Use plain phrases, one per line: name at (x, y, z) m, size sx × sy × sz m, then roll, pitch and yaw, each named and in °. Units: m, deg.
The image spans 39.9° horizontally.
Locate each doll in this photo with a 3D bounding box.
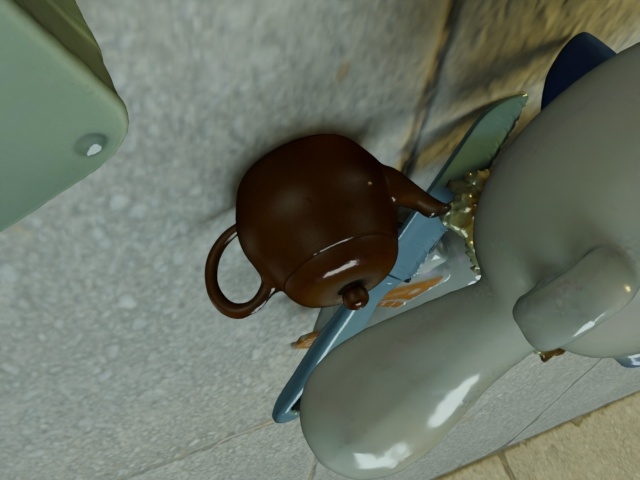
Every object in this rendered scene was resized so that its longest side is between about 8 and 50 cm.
doll at (0.198, -0.027, 0.482) m, size 0.376 × 0.187 × 0.365 m, roll -14°, pitch -167°, yaw 38°

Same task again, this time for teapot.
teapot at (0.000, 0.000, 0.583) m, size 0.173 × 0.116 × 0.116 m, roll -28°, pitch 157°, yaw 10°

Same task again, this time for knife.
knife at (0.058, 0.019, 0.663) m, size 0.044 × 0.019 × 0.313 m, roll 25°, pitch 105°, yaw -36°

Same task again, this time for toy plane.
toy plane at (0.086, 0.056, 0.782) m, size 0.244 × 0.118 × 0.245 m, roll -19°, pitch 156°, yaw -9°

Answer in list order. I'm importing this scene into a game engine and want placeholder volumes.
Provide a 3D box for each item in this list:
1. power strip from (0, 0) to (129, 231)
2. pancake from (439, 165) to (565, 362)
power strip at (-0.219, -0.025, 0.282) m, size 0.261 × 0.141 × 0.229 m, roll -31°, pitch 156°, yaw 6°
pancake at (0.192, -0.033, 0.689) m, size 0.244 × 0.057 × 0.266 m, roll 10°, pitch 103°, yaw -30°
